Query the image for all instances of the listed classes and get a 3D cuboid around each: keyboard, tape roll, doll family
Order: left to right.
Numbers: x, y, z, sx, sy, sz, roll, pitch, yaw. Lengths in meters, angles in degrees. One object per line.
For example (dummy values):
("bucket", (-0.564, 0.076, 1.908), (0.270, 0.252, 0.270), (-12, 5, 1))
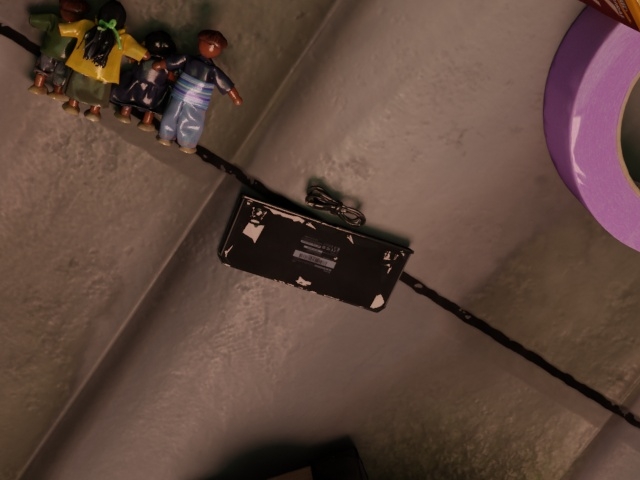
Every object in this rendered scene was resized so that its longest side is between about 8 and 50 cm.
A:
("doll family", (-0.163, -0.154, 0.955), (0.193, 0.076, 0.111), (17, 105, -18))
("keyboard", (0.000, 0.000, 1.061), (0.180, 0.023, 0.108), (18, 116, -14))
("tape roll", (0.353, -0.121, 1.012), (0.274, 0.090, 0.275), (-2, 112, -5))

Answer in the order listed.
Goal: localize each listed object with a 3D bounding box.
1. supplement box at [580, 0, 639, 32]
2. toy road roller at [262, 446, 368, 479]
("supplement box", (0.294, -0.285, 0.881), (0.194, 0.191, 0.129), (-30, 112, 6))
("toy road roller", (-0.012, 0.397, 1.105), (0.202, 0.241, 0.330), (-17, 113, 1))
